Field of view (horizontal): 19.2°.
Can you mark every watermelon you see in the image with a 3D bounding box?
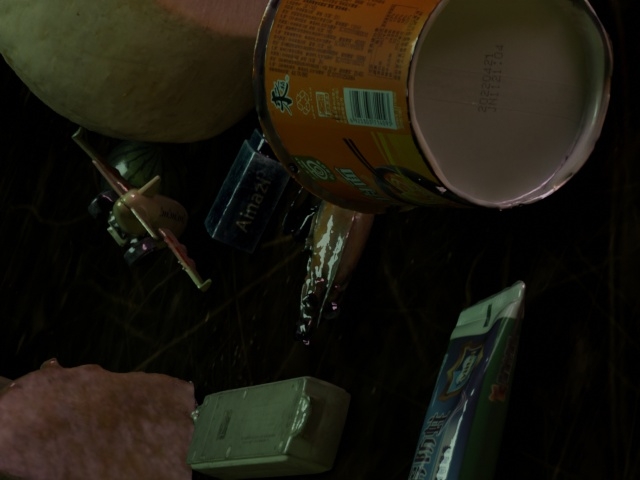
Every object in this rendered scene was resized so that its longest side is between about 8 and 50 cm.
[{"bbox_3d":[-0.215,-0.061,2.243,0.133,0.105,0.105,-54,25,31],"label":"watermelon"}]

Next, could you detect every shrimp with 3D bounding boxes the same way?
[{"bbox_3d":[0.000,0.000,1.732,0.198,0.051,0.262,134,153,-61],"label":"shrimp"}]

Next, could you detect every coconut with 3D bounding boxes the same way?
[{"bbox_3d":[-0.177,-0.311,2.049,0.415,0.415,0.344,-51,3,41],"label":"coconut"}]

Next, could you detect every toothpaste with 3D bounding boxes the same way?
[{"bbox_3d":[0.077,0.213,1.292,0.099,0.061,0.392,-33,39,61],"label":"toothpaste"}]

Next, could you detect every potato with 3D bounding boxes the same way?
[{"bbox_3d":[-0.270,0.232,1.891,0.189,0.264,0.211,-41,39,36],"label":"potato"}]

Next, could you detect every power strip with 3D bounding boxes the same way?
[{"bbox_3d":[-0.049,0.168,1.674,0.272,0.052,0.078,-19,53,64],"label":"power strip"}]

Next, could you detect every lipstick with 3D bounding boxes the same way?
[{"bbox_3d":[-0.027,-0.137,1.920,0.312,0.051,0.051,-63,19,12],"label":"lipstick"}]

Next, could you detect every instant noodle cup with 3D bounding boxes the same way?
[{"bbox_3d":[0.091,-0.121,1.381,0.182,0.230,0.230,17,86,61],"label":"instant noodle cup"}]

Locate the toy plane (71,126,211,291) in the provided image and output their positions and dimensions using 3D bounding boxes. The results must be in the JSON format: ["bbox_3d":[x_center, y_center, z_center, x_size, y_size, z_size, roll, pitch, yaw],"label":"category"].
[{"bbox_3d":[-0.195,-0.023,2.101,0.092,0.229,0.244,-39,-11,-6],"label":"toy plane"}]

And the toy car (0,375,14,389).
[{"bbox_3d":[-0.372,0.323,2.074,0.226,0.242,0.336,14,83,67],"label":"toy car"}]
